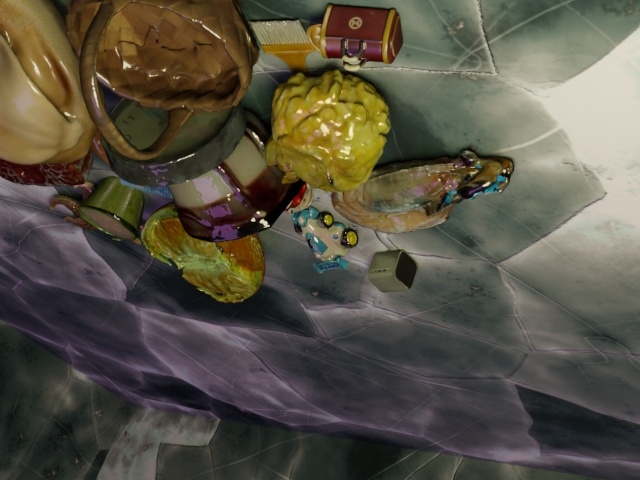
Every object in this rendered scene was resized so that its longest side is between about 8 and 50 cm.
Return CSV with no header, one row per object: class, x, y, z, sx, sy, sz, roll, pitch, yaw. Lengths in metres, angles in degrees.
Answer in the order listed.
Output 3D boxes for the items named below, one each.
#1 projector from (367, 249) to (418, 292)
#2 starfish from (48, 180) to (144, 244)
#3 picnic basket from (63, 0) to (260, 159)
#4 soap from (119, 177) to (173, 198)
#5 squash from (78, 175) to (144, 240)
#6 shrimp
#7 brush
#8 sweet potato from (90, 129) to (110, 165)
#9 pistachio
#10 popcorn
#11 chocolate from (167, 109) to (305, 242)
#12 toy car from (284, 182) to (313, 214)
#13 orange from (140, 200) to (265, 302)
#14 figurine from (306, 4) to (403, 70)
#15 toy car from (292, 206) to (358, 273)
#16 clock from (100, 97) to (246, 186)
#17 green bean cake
projector,0.175,0.075,1.925,0.082,0.083,0.083,-7,141,42
starfish,-0.623,-0.058,2.258,0.302,0.060,0.299,27,149,-13
picnic basket,-0.294,-0.291,1.352,0.337,0.337,0.293,8,149,23
soap,-0.397,-0.192,1.847,0.156,0.077,0.293,20,153,0
squash,-0.538,-0.082,2.087,0.170,0.122,0.170,16,152,8
shrimp,0.199,-0.085,1.619,0.221,0.110,0.446,31,155,-30
brush,-0.034,-0.304,1.473,0.103,0.013,0.272,6,149,27
sweet potato,-0.522,-0.253,1.829,0.065,0.051,0.218,-17,123,21
pistachio,-0.582,-0.327,1.502,0.365,0.281,0.445,21,153,46
popcorn,0.004,-0.185,1.450,0.233,0.192,0.266,34,133,-31
chocolate,-0.194,-0.152,1.601,0.284,0.283,0.186,6,140,26
toy car,-0.076,-0.109,1.768,0.139,0.112,0.112,8,167,42
orange,-0.288,0.010,2.010,0.263,0.196,0.334,-22,137,33
figurine,0.050,-0.320,1.301,0.154,0.098,0.082,8,153,18
toy car,0.000,0.000,1.897,0.126,0.098,0.161,-13,139,43
clock,-0.281,-0.219,1.516,0.281,0.280,0.055,9,144,21
green bean cake,-0.648,-0.200,1.801,0.233,0.097,0.198,5,152,7
